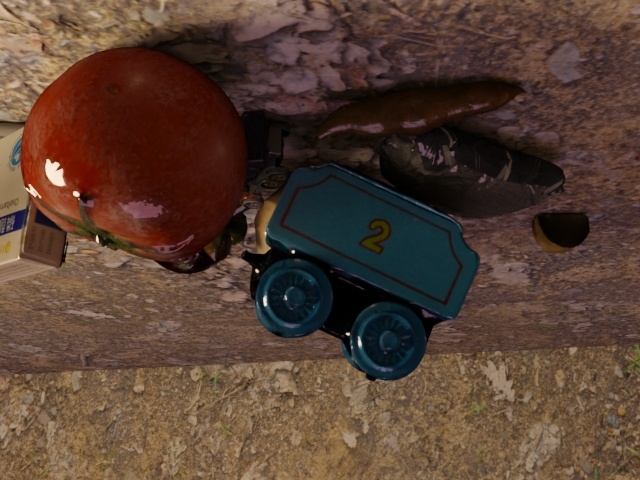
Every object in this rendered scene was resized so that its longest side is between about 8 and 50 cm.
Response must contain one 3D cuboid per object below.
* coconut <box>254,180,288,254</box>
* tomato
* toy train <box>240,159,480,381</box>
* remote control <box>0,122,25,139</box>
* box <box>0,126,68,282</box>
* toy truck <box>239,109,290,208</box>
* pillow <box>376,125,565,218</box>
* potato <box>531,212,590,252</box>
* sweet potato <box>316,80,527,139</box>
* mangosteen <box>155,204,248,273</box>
[{"bbox_3d":[0.000,0.000,1.446,0.236,0.237,0.197,13,-166,-34],"label":"coconut"},{"bbox_3d":[-0.211,-0.105,1.062,0.264,0.265,0.265,0,163,0],"label":"tomato"},{"bbox_3d":[0.047,0.041,1.262,0.300,0.265,0.188,25,173,-1],"label":"toy train"},{"bbox_3d":[-0.422,-0.145,1.288,0.260,0.029,0.067,2,164,-6],"label":"remote control"},{"bbox_3d":[-0.460,-0.038,1.264,0.065,0.200,0.343,20,157,-41],"label":"box"},{"bbox_3d":[-0.106,-0.113,1.295,0.092,0.083,0.192,6,161,-19],"label":"toy truck"},{"bbox_3d":[0.214,-0.101,1.305,0.335,0.093,0.161,14,153,-35],"label":"pillow"},{"bbox_3d":[0.440,-0.006,1.658,0.096,0.067,0.103,3,165,4],"label":"potato"},{"bbox_3d":[0.128,-0.167,1.149,0.273,0.067,0.067,-8,162,11],"label":"sweet potato"},{"bbox_3d":[-0.205,-0.026,1.433,0.172,0.173,0.184,15,177,-38],"label":"mangosteen"}]
